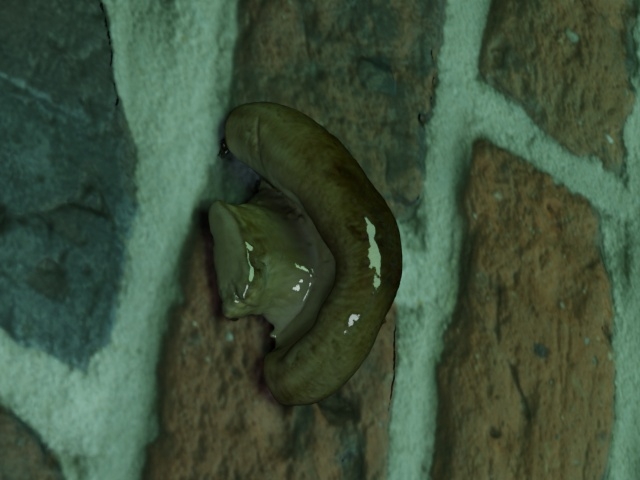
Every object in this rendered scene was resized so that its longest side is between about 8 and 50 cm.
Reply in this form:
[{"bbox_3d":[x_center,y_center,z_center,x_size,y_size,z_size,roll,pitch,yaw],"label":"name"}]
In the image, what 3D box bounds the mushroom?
[{"bbox_3d":[0.000,0.000,1.577,0.156,0.151,0.286,-2,79,-46],"label":"mushroom"}]
